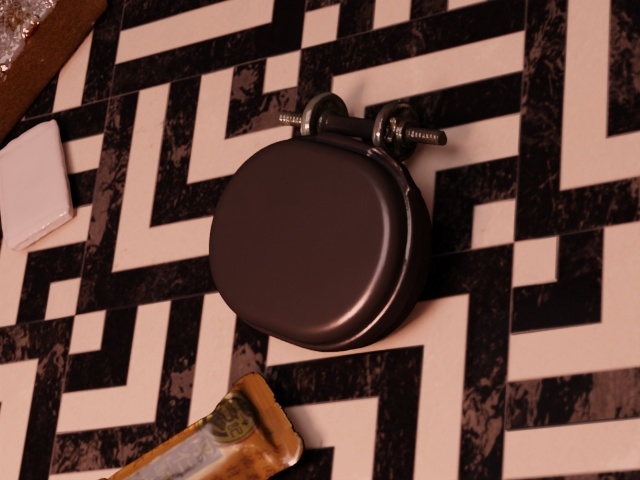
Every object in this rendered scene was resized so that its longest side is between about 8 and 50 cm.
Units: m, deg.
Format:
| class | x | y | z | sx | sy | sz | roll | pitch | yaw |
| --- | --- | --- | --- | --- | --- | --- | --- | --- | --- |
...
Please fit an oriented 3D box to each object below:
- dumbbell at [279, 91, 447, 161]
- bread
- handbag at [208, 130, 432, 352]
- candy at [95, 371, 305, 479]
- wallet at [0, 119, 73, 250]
| class | x | y | z | sx | sy | sz | roll | pitch | yaw |
| --- | --- | --- | --- | --- | --- | --- | --- | --- | --- |
| dumbbell | 0.048 | -0.138 | 2.038 | 0.254 | 0.081 | 0.081 | 11 | 75 | 40 |
| bread | -0.498 | -0.243 | 2.478 | 0.416 | 0.113 | 0.165 | -52 | 46 | 4 |
| handbag | 0.001 | 0.000 | 1.976 | 0.308 | 0.093 | 0.254 | 19 | 89 | 41 |
| candy | -0.148 | 0.270 | 1.971 | 0.271 | 0.101 | 0.143 | -35 | 57 | 10 |
| wallet | -0.409 | -0.078 | 2.382 | 0.124 | 0.032 | 0.183 | -31 | 51 | 21 |
